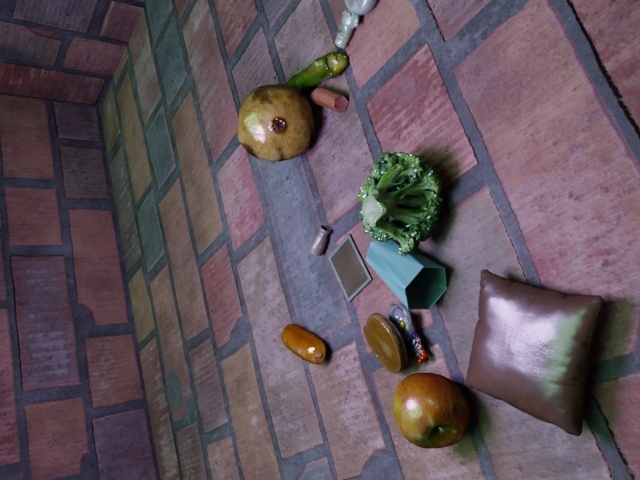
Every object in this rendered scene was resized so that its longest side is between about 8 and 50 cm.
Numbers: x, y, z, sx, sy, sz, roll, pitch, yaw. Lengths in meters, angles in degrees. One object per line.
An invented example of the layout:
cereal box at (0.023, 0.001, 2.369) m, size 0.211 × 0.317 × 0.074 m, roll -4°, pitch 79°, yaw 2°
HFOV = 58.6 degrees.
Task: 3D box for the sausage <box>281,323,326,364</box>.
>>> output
sausage at (-0.059, 0.368, 2.019) m, size 0.238 × 0.098 × 0.098 m, roll 20°, pitch 106°, yaw 52°

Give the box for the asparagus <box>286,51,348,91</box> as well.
asparagus at (-0.036, -0.570, 1.989) m, size 0.343 × 0.085 × 0.082 m, roll -9°, pitch 107°, yaw 50°

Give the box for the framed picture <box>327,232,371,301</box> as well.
framed picture at (0.095, 0.090, 1.877) m, size 0.142 × 0.011 × 0.183 m, roll -51°, pitch 52°, yaw 40°

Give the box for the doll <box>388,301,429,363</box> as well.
doll at (0.249, 0.259, 1.637) m, size 0.195 × 0.062 × 0.104 m, roll 62°, pitch 178°, yaw 25°

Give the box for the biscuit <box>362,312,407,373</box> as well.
biscuit at (0.195, 0.295, 1.662) m, size 0.181 × 0.049 × 0.208 m, roll 54°, pitch 157°, yaw 26°

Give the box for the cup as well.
cup at (0.229, 0.085, 1.608) m, size 0.148 × 0.134 × 0.235 m, roll -49°, pitch 37°, yaw -2°

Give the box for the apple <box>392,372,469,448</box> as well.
apple at (0.283, 0.438, 1.487) m, size 0.196 × 0.196 × 0.196 m, roll 1°, pitch 91°, yaw 53°

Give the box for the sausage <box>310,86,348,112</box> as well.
sausage at (0.023, -0.480, 1.929) m, size 0.169 × 0.065 × 0.065 m, roll 37°, pitch 119°, yaw 47°

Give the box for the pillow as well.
pillow at (0.473, 0.241, 1.300) m, size 0.308 × 0.108 × 0.305 m, roll 15°, pitch 101°, yaw 52°

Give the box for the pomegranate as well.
pomegranate at (-0.158, -0.408, 1.985) m, size 0.281 × 0.281 × 0.281 m, roll 1°, pitch 91°, yaw 53°

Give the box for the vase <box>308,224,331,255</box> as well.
vase at (0.000, 0.000, 1.967) m, size 0.053 × 0.053 × 0.101 m, roll 47°, pitch 122°, yaw 42°

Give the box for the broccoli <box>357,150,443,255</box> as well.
broccoli at (0.205, -0.108, 1.549) m, size 0.261 × 0.241 × 0.269 m, roll 47°, pitch 132°, yaw 25°

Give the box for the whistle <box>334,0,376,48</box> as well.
whistle at (0.112, -0.734, 1.806) m, size 0.126 × 0.067 × 0.258 m, roll 52°, pitch 134°, yaw 31°
